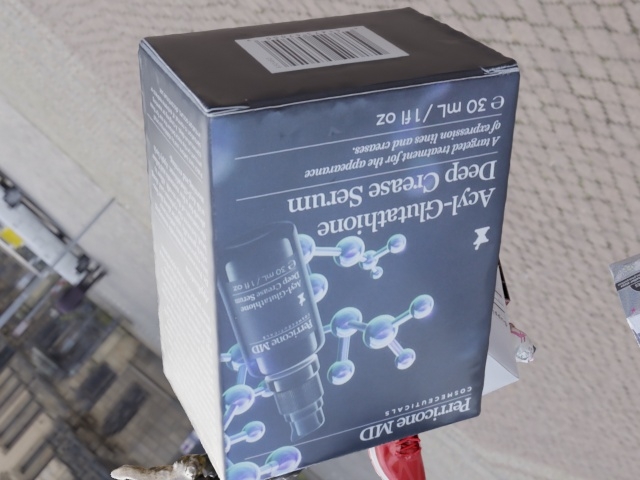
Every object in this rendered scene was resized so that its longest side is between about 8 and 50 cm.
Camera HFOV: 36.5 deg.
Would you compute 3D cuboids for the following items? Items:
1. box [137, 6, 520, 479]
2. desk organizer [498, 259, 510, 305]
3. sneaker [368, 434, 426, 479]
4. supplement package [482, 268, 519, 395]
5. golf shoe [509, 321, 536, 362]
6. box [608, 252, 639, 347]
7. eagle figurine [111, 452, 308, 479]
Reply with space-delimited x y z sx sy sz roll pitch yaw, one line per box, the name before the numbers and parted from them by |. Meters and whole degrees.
box | 0.000 0.000 0.961 0.212 0.293 0.395 -132 36 -52
desk organizer | 0.280 0.068 1.644 0.047 0.130 0.050 15 130 -17
sneaker | 0.136 0.314 1.627 0.221 0.087 0.128 66 147 20
supplement package | 0.167 0.091 1.486 0.175 0.177 0.293 39 -145 -35
golf shoe | 0.408 0.218 2.014 0.086 0.067 0.186 32 -167 14
box | 0.609 0.089 1.532 0.163 0.247 0.142 56 -159 -32
eagle figurine | -0.091 0.237 1.274 0.226 0.298 0.225 30 130 27
